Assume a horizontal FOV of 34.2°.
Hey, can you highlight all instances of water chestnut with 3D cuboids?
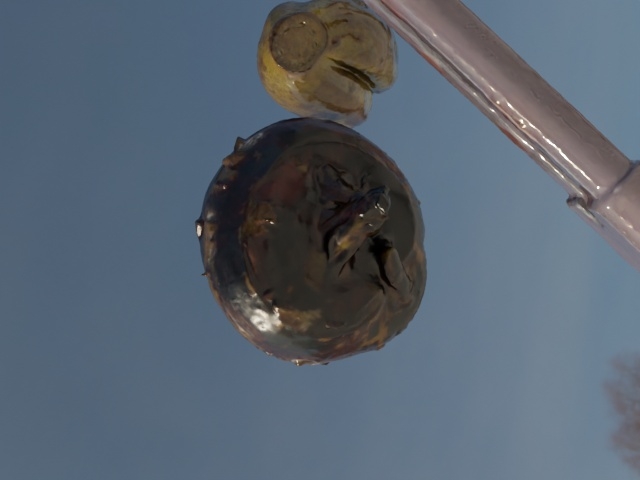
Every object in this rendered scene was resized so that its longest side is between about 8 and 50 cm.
[{"bbox_3d":[0.000,0.000,1.200,0.300,0.300,0.300,-13,-73,-47],"label":"water chestnut"}]

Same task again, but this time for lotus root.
[{"bbox_3d":[0.017,-0.259,1.483,0.291,0.193,0.193,14,-93,-67],"label":"lotus root"}]

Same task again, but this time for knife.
[{"bbox_3d":[0.031,-0.100,0.435,0.038,0.398,0.132,-48,1,7],"label":"knife"}]
